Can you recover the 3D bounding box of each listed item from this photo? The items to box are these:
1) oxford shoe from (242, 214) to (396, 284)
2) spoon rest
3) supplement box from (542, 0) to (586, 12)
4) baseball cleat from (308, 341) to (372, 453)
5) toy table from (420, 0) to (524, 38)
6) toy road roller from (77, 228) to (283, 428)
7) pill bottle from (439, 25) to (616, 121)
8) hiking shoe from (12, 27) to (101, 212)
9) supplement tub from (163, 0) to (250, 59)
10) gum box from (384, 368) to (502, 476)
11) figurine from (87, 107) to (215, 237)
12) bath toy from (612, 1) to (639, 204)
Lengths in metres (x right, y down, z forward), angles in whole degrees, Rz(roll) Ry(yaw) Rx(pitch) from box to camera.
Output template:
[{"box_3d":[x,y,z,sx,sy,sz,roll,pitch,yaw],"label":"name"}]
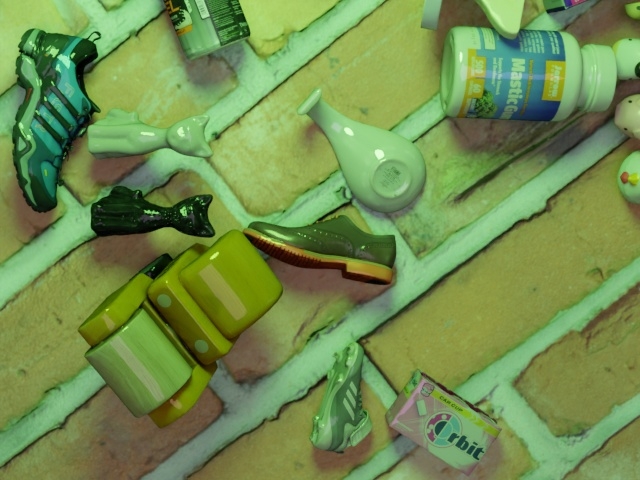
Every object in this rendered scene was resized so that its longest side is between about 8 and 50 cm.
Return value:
[{"box_3d":[0.000,0.000,1.812,0.271,0.097,0.098,16,78,-11],"label":"oxford shoe"},{"box_3d":[0.069,-0.159,1.796,0.137,0.084,0.276,-46,113,5],"label":"spoon rest"},{"box_3d":[0.478,-0.472,1.747,0.220,0.111,0.114,-21,100,-1],"label":"supplement box"},{"box_3d":[0.053,0.282,1.873,0.109,0.072,0.206,18,103,-21],"label":"baseball cleat"},{"box_3d":[0.260,-0.460,1.678,0.160,0.252,0.274,11,90,4],"label":"toy table"},{"box_3d":[-0.207,0.117,1.689,0.240,0.329,0.202,-34,101,24],"label":"toy road roller"},{"box_3d":[0.345,-0.275,1.750,0.272,0.152,0.152,2,99,-4],"label":"pill bottle"},{"box_3d":[-0.431,-0.194,1.724,0.132,0.113,0.304,3,99,-4],"label":"hiking shoe"},{"box_3d":[-0.198,-0.401,1.705,0.117,0.117,0.190,-21,100,-1],"label":"supplement tub"},{"box_3d":[0.224,0.330,1.887,0.188,0.062,0.107,34,96,-9],"label":"gum box"},{"box_3d":[-0.269,-0.109,1.726,0.209,0.092,0.215,3,100,20],"label":"figurine"},{"box_3d":[0.565,-0.229,1.787,0.151,0.129,0.348,0,100,-5],"label":"bath toy"}]
